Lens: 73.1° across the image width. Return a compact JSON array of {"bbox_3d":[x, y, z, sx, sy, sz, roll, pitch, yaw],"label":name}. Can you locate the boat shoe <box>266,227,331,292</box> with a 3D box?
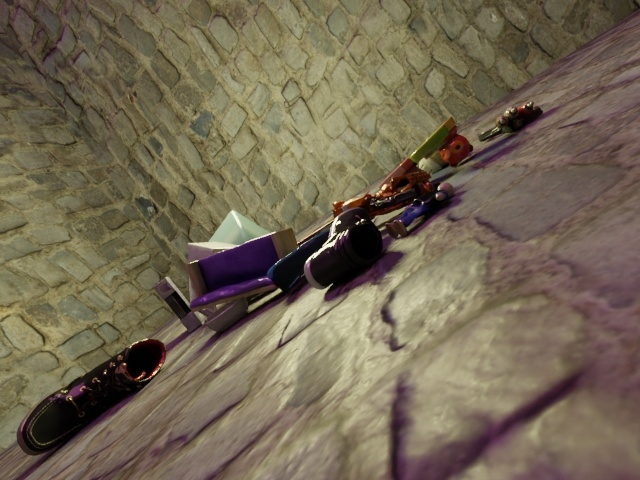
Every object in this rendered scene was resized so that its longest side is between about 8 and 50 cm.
[{"bbox_3d":[-0.030,0.053,1.191,0.258,0.089,0.109,-36,-3,-24],"label":"boat shoe"}]

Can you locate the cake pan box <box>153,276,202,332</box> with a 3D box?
[{"bbox_3d":[-0.603,0.270,1.841,0.070,0.245,0.267,-40,8,-16],"label":"cake pan box"}]

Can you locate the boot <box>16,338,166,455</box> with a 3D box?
[{"bbox_3d":[-0.649,0.438,1.269,0.284,0.138,0.377,-32,0,20],"label":"boot"}]

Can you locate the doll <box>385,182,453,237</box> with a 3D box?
[{"bbox_3d":[0.229,-0.076,0.973,0.189,0.046,0.129,-37,7,-20],"label":"doll"}]

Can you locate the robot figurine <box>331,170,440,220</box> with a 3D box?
[{"bbox_3d":[0.178,-0.114,1.177,0.291,0.085,0.211,-19,-1,43],"label":"robot figurine"}]

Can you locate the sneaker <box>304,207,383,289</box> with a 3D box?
[{"bbox_3d":[0.088,-0.007,0.960,0.147,0.104,0.296,-28,14,38],"label":"sneaker"}]

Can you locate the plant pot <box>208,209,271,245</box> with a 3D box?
[{"bbox_3d":[-0.339,0.059,1.937,0.247,0.248,0.252,-53,34,4],"label":"plant pot"}]

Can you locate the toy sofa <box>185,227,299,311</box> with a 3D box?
[{"bbox_3d":[-0.242,0.089,1.307,0.363,0.150,0.177,-18,2,26],"label":"toy sofa"}]

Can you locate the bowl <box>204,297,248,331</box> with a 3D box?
[{"bbox_3d":[-0.279,0.226,1.312,0.142,0.053,0.142,-36,5,-16],"label":"bowl"}]

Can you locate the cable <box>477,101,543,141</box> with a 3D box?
[{"bbox_3d":[0.583,-0.377,1.353,0.139,0.072,0.287,-28,6,5],"label":"cable"}]

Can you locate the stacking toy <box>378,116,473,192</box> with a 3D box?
[{"bbox_3d":[0.330,-0.224,1.341,0.309,0.130,0.279,-44,1,23],"label":"stacking toy"}]

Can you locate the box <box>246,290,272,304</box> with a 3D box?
[{"bbox_3d":[-0.186,0.161,1.459,0.162,0.029,0.116,-33,7,29],"label":"box"}]

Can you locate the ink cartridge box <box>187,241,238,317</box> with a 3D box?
[{"bbox_3d":[-0.409,0.149,1.688,0.130,0.271,0.309,-4,6,-34],"label":"ink cartridge box"}]

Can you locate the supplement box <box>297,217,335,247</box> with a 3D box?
[{"bbox_3d":[0.000,0.000,1.472,0.188,0.081,0.104,-32,6,16],"label":"supplement box"}]

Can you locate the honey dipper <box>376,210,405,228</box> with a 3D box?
[{"bbox_3d":[0.170,-0.044,1.144,0.161,0.030,0.030,-27,8,33],"label":"honey dipper"}]

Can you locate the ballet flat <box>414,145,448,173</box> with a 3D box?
[{"bbox_3d":[0.411,-0.305,1.629,0.123,0.123,0.348,-34,6,6],"label":"ballet flat"}]
